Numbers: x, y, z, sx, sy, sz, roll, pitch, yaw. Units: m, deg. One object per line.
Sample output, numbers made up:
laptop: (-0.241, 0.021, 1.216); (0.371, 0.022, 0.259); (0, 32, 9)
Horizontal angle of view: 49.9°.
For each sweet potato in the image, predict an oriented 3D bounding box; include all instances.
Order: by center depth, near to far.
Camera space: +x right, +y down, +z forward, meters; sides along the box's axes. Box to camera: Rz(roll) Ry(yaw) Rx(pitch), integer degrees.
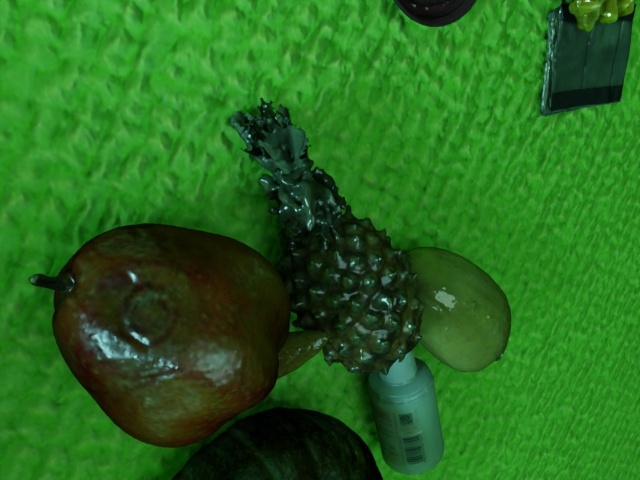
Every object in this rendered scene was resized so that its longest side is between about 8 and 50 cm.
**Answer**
sweet potato: (-0.080, 0.147, 0.814); (0.202, 0.055, 0.058); (-25, 120, 23)

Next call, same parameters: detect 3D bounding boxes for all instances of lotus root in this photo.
lotus root: (0.203, 0.106, 1.024); (0.303, 0.130, 0.146); (40, 82, -40)

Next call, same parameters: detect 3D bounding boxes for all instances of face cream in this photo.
face cream: (0.122, 0.227, 1.027); (0.101, 0.101, 0.252); (-28, 121, -27)

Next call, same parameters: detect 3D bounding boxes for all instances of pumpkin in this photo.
pumpkin: (-0.059, 0.364, 0.875); (0.320, 0.192, 0.321); (-12, 112, -33)

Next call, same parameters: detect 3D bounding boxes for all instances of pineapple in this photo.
pineapple: (0.000, 0.000, 0.827); (0.175, 0.175, 0.361); (-40, 114, -20)

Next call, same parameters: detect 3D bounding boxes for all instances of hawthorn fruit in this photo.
hawthorn fruit: (-0.160, 0.078, 0.684); (0.260, 0.224, 0.224); (35, 84, -28)

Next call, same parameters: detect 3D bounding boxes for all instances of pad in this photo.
pad: (0.446, -0.300, 1.135); (0.233, 0.022, 0.174); (-14, 114, -35)

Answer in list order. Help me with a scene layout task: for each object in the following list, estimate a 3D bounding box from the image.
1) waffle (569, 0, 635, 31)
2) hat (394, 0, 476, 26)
waffle: (0.412, -0.424, 1.024); (0.219, 0.057, 0.229); (-42, 123, -22)
hat: (0.151, -0.365, 0.837); (0.205, 0.089, 0.206); (-13, 114, -33)
